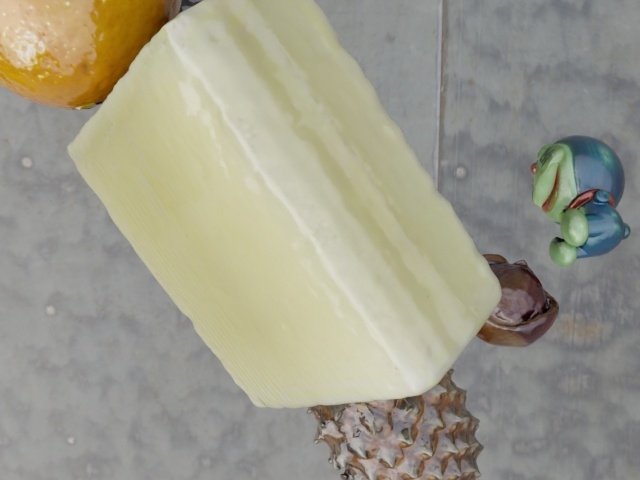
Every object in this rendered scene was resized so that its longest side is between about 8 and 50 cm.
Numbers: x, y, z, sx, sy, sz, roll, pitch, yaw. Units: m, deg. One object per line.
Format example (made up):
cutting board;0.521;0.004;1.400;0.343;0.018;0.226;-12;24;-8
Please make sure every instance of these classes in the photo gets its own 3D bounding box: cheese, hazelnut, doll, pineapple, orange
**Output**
cheese;-0.037;-0.017;0.558;0.265;0.124;0.242;55;150;-9
hazelnut;0.351;0.116;1.500;0.202;0.170;0.160;41;125;9
doll;0.552;-0.093;1.638;0.186;0.322;0.198;1;146;-4
pineapple;0.127;0.260;0.876;0.175;0.175;0.361;-28;118;18
orange;-0.183;-0.184;0.555;0.155;0.177;0.177;34;114;-30

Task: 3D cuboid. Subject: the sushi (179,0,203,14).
sushi;-0.189;-0.418;1.567;0.299;0.294;0.281;34;153;-28
